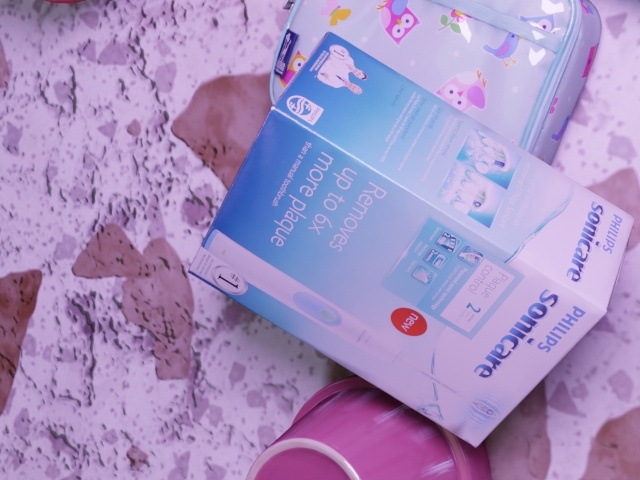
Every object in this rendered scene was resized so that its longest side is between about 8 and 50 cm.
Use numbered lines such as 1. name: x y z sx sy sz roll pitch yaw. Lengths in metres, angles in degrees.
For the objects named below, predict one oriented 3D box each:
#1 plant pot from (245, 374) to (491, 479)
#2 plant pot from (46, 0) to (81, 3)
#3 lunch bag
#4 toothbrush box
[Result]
1. plant pot: 0.030 0.226 1.110 0.201 0.180 0.201 1 93 30
2. plant pot: -0.227 -0.379 1.188 0.243 0.275 0.275 -38 74 37
3. lunch bag: 0.094 -0.172 1.092 0.279 0.108 0.224 27 106 24
4. toothbrush box: 0.070 0.005 1.009 0.295 0.126 0.216 31 135 -2
